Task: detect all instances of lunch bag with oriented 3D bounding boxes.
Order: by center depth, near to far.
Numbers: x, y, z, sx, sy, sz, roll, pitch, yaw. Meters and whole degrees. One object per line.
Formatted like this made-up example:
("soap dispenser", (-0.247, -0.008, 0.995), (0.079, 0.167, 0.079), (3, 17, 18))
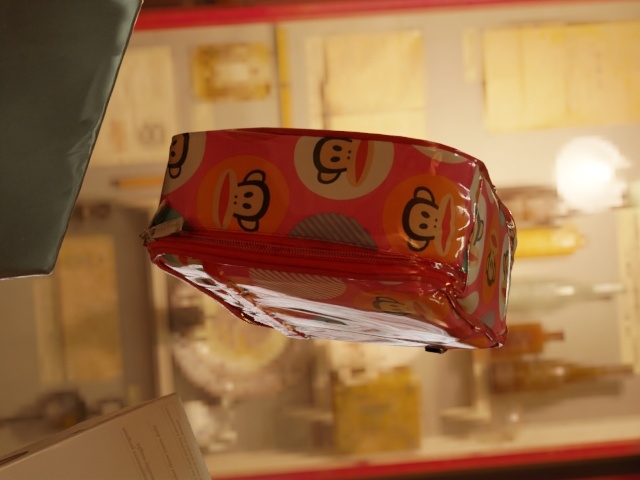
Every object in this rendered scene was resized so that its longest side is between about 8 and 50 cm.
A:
("lunch bag", (0.000, 0.000, 1.256), (0.293, 0.258, 0.120), (42, 56, -70))

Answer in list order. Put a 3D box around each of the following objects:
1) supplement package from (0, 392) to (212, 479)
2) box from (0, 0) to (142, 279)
("supplement package", (-0.193, 0.205, 1.094), (0.139, 0.244, 0.134), (-22, -91, 49))
("box", (-0.384, -0.282, 1.511), (0.471, 0.297, 0.480), (62, -38, 34))
